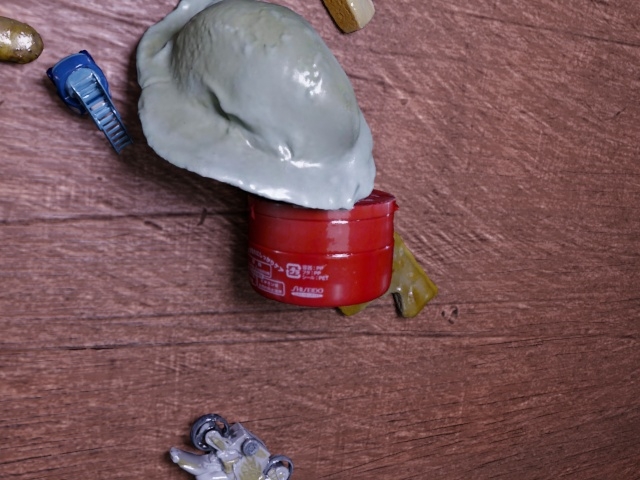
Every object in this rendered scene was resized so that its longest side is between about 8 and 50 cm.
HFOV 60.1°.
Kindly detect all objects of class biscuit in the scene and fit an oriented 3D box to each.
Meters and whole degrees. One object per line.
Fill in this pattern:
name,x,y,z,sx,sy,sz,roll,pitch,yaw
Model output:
biscuit,0.017,-0.409,0.832,0.056,0.052,0.188,-52,121,-27
biscuit,0.123,0.093,1.018,0.174,0.039,0.183,-50,119,-11

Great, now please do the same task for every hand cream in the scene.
hand cream,0.000,0.000,0.823,0.230,0.230,0.150,-3,103,-28

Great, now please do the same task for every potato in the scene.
potato,-0.378,-0.241,0.663,0.083,0.040,0.051,7,86,-31

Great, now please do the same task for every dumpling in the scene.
dumpling,-0.081,-0.201,0.713,0.270,0.320,0.212,2,116,-46

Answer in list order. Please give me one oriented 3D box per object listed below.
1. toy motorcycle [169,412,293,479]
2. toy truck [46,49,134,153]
toy motorcycle,-0.151,0.383,0.921,0.151,0.074,0.228,-50,122,-5
toy truck,-0.292,-0.177,0.719,0.063,0.074,0.136,-38,158,-14
